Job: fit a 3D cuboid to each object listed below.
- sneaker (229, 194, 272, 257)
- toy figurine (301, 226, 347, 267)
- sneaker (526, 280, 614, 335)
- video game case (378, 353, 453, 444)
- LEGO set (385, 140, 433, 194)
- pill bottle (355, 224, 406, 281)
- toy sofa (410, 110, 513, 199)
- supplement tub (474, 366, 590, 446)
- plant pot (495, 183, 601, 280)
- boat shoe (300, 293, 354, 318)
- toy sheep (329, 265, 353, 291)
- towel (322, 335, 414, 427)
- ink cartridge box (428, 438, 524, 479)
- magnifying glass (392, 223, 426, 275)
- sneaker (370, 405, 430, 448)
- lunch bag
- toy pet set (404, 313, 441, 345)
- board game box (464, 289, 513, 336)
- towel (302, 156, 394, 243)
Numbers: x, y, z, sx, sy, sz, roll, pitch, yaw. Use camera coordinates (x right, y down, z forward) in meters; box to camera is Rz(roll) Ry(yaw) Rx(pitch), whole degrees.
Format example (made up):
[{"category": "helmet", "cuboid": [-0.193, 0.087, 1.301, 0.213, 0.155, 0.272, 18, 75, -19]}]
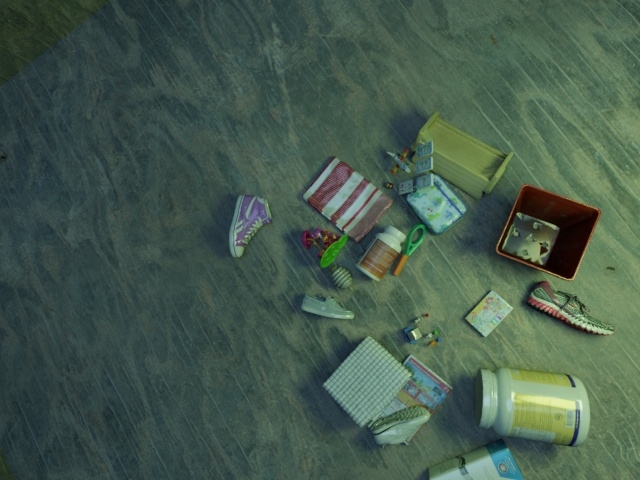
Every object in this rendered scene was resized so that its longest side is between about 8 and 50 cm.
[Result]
[{"category": "sneaker", "cuboid": [-0.297, -0.057, 1.946, 0.161, 0.102, 0.281, 9, 85, 9]}, {"category": "toy figurine", "cuboid": [0.000, 0.000, 1.880, 0.159, 0.130, 0.173, 37, 76, 23]}, {"category": "sneaker", "cuboid": [0.924, 0.255, 1.650, 0.299, 0.121, 0.111, 28, 87, 14]}, {"category": "video game case", "cuboid": [0.349, 0.622, 1.770, 0.204, 0.025, 0.285, 38, 92, 13]}, {"category": "LEGO set", "cuboid": [0.341, -0.282, 1.793, 0.244, 0.060, 0.182, -10, 76, 56]}, {"category": "pill bottle", "cuboid": [0.245, 0.049, 1.811, 0.121, 0.121, 0.216, 36, 91, 13]}, {"category": "toy sofa", "cuboid": [0.552, -0.338, 1.799, 0.363, 0.177, 0.150, 33, 66, 13]}, {"category": "supplement tub", "cuboid": [0.730, 0.576, 1.588, 0.332, 0.241, 0.240, 4, 84, 12]}, {"category": "plant pot", "cuboid": [0.798, -0.017, 1.648, 0.268, 0.236, 0.267, 23, 88, 14]}, {"category": "boat shoe", "cuboid": [0.030, 0.267, 1.849, 0.228, 0.079, 0.081, 10, 90, 16]}, {"category": "toy sheep", "cuboid": [0.089, 0.156, 1.847, 0.132, 0.091, 0.091, 42, 93, 13]}, {"category": "towel", "cuboid": [0.186, 0.548, 1.752, 0.235, 0.121, 0.283, 41, 91, 21]}, {"category": "ink cartridge box", "cuboid": [0.579, 0.899, 1.637, 0.308, 0.129, 0.223, -26, 79, 7]}, {"category": "magnifying glass", "cuboid": [0.356, 0.038, 1.817, 0.026, 0.092, 0.230, 37, 104, 42]}, {"category": "sneaker", "cuboid": [0.313, 0.712, 1.720, 0.235, 0.090, 0.094, -25, 92, 11]}, {"category": "lunch bag", "cuboid": [0.463, -0.145, 1.809, 0.176, 0.090, 0.219, -37, 79, 2]}, {"category": "toy pet set", "cuboid": [0.394, 0.369, 1.786, 0.114, 0.065, 0.122, -21, 81, -27]}, {"category": "board game box", "cuboid": [0.651, 0.283, 1.749, 0.103, 0.026, 0.154, 43, 93, 13]}, {"category": "towel", "cuboid": [0.110, -0.176, 1.910, 0.329, 0.037, 0.237, 40, 91, 13]}]
